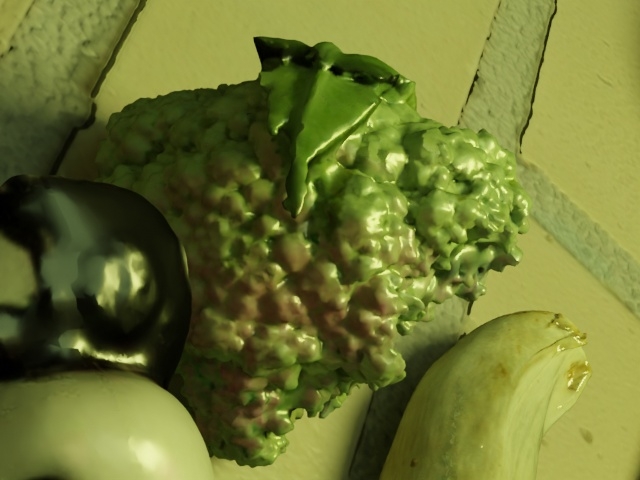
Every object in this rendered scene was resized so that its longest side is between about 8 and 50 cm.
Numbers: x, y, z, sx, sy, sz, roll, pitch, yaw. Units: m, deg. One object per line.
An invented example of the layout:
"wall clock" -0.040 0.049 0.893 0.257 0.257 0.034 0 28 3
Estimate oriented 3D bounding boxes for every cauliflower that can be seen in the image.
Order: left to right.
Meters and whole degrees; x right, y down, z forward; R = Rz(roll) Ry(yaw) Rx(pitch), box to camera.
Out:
"cauliflower" 0.000 0.000 1.036 0.239 0.256 0.315 69 11 14

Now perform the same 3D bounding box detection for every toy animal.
"toy animal" -0.141 0.098 0.836 0.165 0.187 0.235 30 48 -52

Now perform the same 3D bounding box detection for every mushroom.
"mushroom" 0.092 0.178 1.088 0.122 0.095 0.351 28 51 -6
